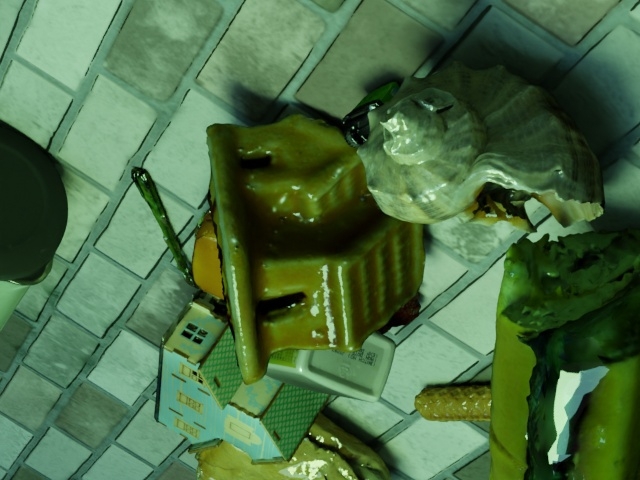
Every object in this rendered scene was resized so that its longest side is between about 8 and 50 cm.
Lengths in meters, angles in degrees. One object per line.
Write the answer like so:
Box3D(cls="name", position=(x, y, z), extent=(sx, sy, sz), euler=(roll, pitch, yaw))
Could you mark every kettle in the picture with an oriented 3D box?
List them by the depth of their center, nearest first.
Box3D(cls="kettle", position=(-0.526, -0.030, 2.147), extent=(0.361, 0.250, 0.377), euler=(59, 144, 7))

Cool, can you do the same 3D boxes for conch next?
Box3D(cls="conch", position=(0.163, -0.094, 1.565), extent=(0.210, 0.158, 0.291), euler=(-10, 169, 33))

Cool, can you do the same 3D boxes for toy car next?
Box3D(cls="toy car", position=(0.101, -0.094, 1.687), extent=(0.165, 0.062, 0.071), euler=(41, 147, -18))

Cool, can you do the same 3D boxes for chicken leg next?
Box3D(cls="chicken leg", position=(0.042, 0.083, 1.993), extent=(0.219, 0.048, 0.089), euler=(-13, 126, 47))

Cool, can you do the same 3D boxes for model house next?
Box3D(cls="model house", position=(0.000, -0.006, 1.784), extent=(0.239, 0.173, 0.268), euler=(-8, 120, -4))
Box3D(cls="model house", position=(-0.093, 0.186, 2.115), extent=(0.206, 0.178, 0.271), euler=(29, 146, 11))

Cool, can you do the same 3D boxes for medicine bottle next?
Box3D(cls="medicine bottle", position=(-0.017, 0.134, 1.946), extent=(0.132, 0.088, 0.188), euler=(24, 169, -32))

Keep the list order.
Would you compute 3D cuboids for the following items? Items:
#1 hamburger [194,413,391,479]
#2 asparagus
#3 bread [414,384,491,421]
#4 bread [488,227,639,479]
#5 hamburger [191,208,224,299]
Box3D(cls="hamburger", position=(-0.036, 0.327, 2.308), extent=(0.283, 0.144, 0.259), euler=(36, 144, -5))
Box3D(cls="asparagus", position=(-0.196, -0.008, 2.077), extent=(0.022, 0.023, 0.233), euler=(-118, 4, -46))
Box3D(cls="bread", position=(0.188, 0.210, 2.061), extent=(0.157, 0.044, 0.052), euler=(-7, 139, 44))
Box3D(cls="bread", position=(0.291, 0.163, 1.666), extent=(0.208, 0.251, 0.376), euler=(31, 135, 45))
Box3D(cls="hamburger", position=(-0.089, 0.013, 1.961), extent=(0.137, 0.087, 0.166), euler=(27, 149, 2))
